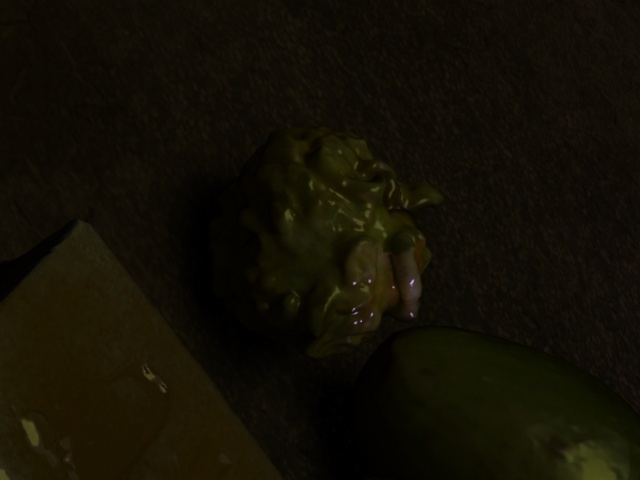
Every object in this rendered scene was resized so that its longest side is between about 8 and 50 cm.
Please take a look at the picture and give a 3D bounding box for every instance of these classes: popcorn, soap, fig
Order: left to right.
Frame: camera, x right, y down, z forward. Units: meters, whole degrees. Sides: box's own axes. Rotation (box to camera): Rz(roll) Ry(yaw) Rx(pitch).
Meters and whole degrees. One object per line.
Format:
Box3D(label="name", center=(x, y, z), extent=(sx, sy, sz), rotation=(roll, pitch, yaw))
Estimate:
Box3D(label="soap", center=(-0.178, 0.190, 1.450), extent=(0.335, 0.156, 0.293), rotation=(54, 34, -10))
Box3D(label="popcorn", center=(0.011, 0.001, 1.787), extent=(0.216, 0.181, 0.235), rotation=(10, 34, -27))
Box3D(label="fig", center=(0.171, 0.214, 1.830), extent=(0.326, 0.258, 0.258), rotation=(47, 35, -7))

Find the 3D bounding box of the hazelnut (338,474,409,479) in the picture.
Box3D(label="hazelnut", center=(0.050, 0.306, 1.645), extent=(0.234, 0.218, 0.218), rotation=(31, 44, -56))
